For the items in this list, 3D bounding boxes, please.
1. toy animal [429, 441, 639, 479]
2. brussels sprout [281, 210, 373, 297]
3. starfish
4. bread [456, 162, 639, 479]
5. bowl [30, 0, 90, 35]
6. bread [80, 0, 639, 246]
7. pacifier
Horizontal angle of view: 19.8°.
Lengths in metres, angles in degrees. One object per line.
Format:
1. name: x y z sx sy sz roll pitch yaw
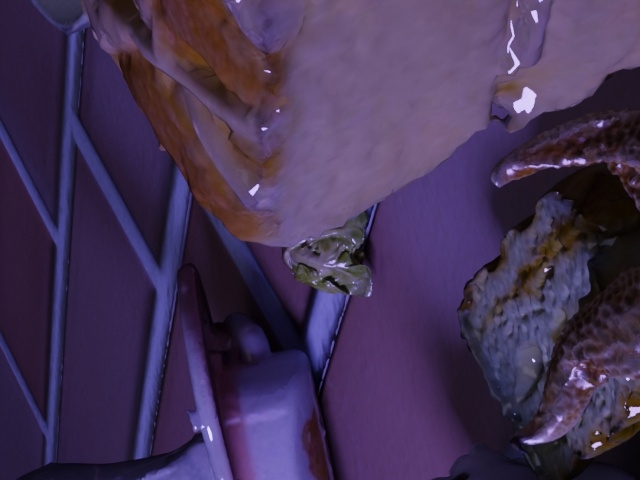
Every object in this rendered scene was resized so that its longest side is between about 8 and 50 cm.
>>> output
1. toy animal: 0.112 0.161 1.077 0.221 0.104 0.130 117 140 -56
2. brussels sprout: 0.000 0.000 1.273 0.085 0.058 0.085 173 90 -81
3. starfish: 0.183 0.017 0.762 0.236 0.062 0.277 45 122 16
4. bread: 0.140 0.045 0.946 0.232 0.088 0.128 116 141 -67
5. bowl: -0.148 -0.293 1.247 0.277 0.145 0.277 49 151 39
6. bread: 0.004 -0.255 0.743 0.390 0.279 0.371 56 157 30
7. pacifier: -0.093 0.185 1.433 0.220 0.273 0.332 -1 104 52
